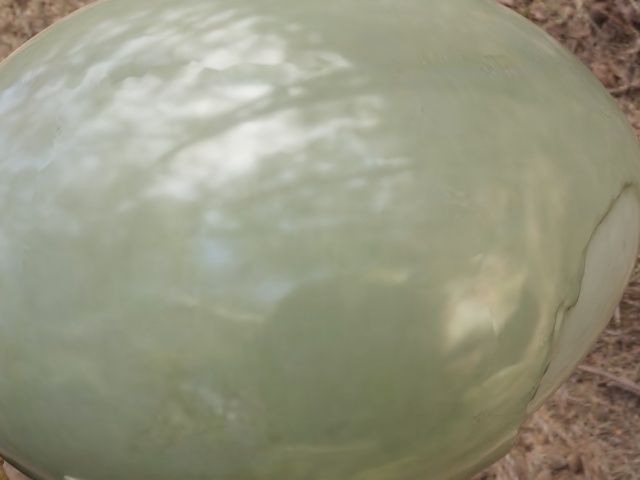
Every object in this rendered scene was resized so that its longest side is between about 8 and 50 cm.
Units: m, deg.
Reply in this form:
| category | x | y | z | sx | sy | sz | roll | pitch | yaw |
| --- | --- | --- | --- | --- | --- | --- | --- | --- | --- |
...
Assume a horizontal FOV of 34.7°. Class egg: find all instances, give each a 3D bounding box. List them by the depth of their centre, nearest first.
| category | x | y | z | sx | sy | sz | roll | pitch | yaw |
| --- | --- | --- | --- | --- | --- | --- | --- | --- | --- |
| egg | 0.000 | 0.000 | 0.514 | 0.278 | 0.336 | 0.278 | 175 | 90 | -85 |

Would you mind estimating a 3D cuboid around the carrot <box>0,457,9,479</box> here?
| category | x | y | z | sx | sy | sz | roll | pitch | yaw |
| --- | --- | --- | --- | --- | --- | --- | --- | --- | --- |
| carrot | -0.398 | 0.344 | 1.068 | 0.340 | 0.224 | 0.224 | 31 | 113 | 62 |
